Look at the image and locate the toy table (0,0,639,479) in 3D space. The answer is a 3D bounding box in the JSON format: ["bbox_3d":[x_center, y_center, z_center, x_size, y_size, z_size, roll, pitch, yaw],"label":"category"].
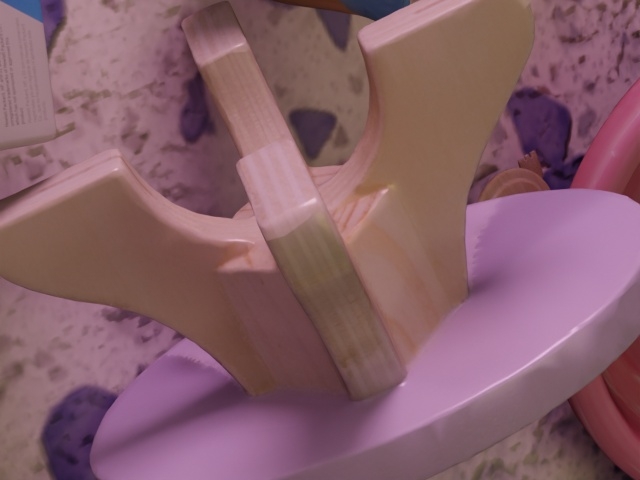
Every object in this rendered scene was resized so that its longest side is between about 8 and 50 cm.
[{"bbox_3d":[0.000,0.000,0.872,0.274,0.252,0.161,-30,117,-9],"label":"toy table"}]

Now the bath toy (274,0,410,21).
[{"bbox_3d":[0.043,-0.283,0.949,0.151,0.129,0.348,52,56,-69],"label":"bath toy"}]

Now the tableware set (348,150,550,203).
[{"bbox_3d":[0.058,-0.005,1.050,0.168,0.020,0.141,-47,119,-26],"label":"tableware set"}]

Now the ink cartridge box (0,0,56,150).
[{"bbox_3d":[-0.203,-0.078,0.797,0.181,0.061,0.104,-13,101,-39],"label":"ink cartridge box"}]

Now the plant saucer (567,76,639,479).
[{"bbox_3d":[0.272,-0.004,1.119,0.332,0.084,0.332,-9,117,-17],"label":"plant saucer"}]
